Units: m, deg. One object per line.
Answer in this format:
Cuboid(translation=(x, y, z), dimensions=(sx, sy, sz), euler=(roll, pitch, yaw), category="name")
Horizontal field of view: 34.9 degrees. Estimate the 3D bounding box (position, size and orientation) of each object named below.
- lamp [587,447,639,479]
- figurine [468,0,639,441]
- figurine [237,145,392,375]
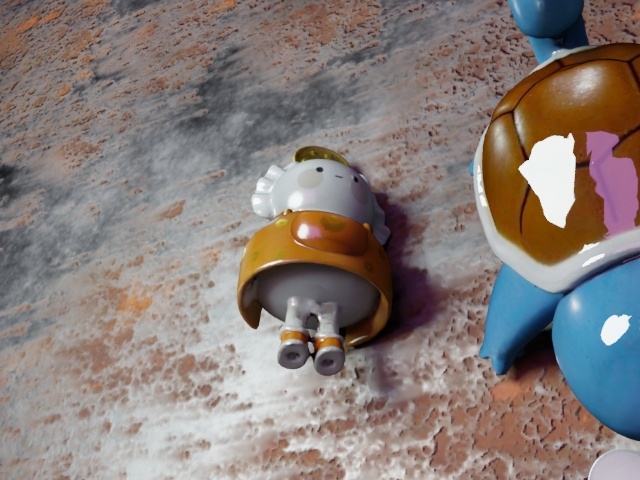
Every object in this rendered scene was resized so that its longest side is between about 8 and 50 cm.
Cuboid(translation=(0.224, 0.225, 0.662), dimensions=(0.050, 0.056, 0.198), euler=(-27, 56, 16), category="lamp")
Cuboid(translation=(0.233, -0.052, 0.784), dimensions=(0.298, 0.243, 0.416), euler=(-17, 72, 11), category="figurine")
Cuboid(translation=(-0.003, 0.008, 0.939), dimensions=(0.143, 0.143, 0.271), euler=(-28, 29, 14), category="figurine")
